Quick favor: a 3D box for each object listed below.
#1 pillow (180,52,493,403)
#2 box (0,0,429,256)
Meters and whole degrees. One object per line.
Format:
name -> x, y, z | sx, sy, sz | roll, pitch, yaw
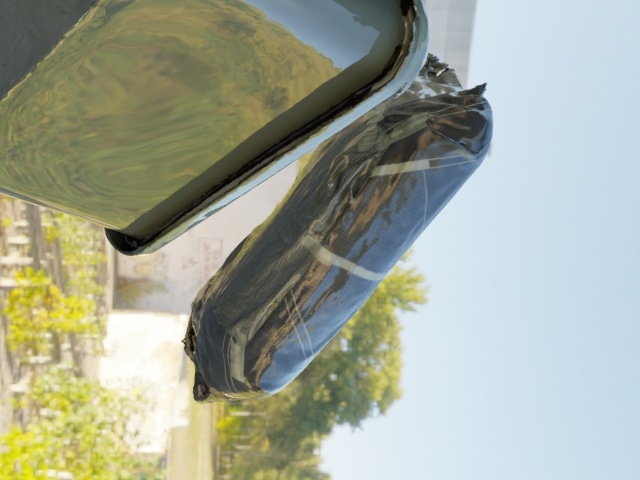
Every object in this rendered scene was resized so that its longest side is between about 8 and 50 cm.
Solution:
pillow -> 0.000, 0.000, 0.620 | 0.335, 0.092, 0.161 | -51, -159, 10
box -> -0.086, -0.110, 0.385 | 0.243, 0.135, 0.163 | -28, -118, 33
